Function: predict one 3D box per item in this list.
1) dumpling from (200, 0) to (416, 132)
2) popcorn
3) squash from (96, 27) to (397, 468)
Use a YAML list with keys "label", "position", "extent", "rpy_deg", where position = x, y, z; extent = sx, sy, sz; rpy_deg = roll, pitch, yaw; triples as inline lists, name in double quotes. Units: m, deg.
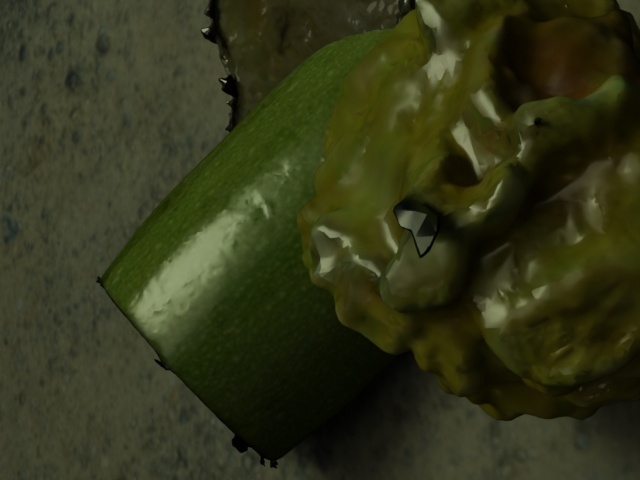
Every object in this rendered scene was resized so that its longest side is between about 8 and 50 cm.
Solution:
- label: "dumpling"
  position: [0.011, -0.187, 1.003]
  extent: [0.166, 0.086, 0.332]
  rpy_deg: [27, 109, 11]
- label: "popcorn"
  position: [0.105, -0.023, 0.787]
  extent: [0.249, 0.225, 0.249]
  rpy_deg: [-15, 70, 48]
- label: "squash"
  position: [0.000, 0.000, 0.994]
  extent: [0.260, 0.189, 0.189]
  rpy_deg: [-45, 50, -1]
